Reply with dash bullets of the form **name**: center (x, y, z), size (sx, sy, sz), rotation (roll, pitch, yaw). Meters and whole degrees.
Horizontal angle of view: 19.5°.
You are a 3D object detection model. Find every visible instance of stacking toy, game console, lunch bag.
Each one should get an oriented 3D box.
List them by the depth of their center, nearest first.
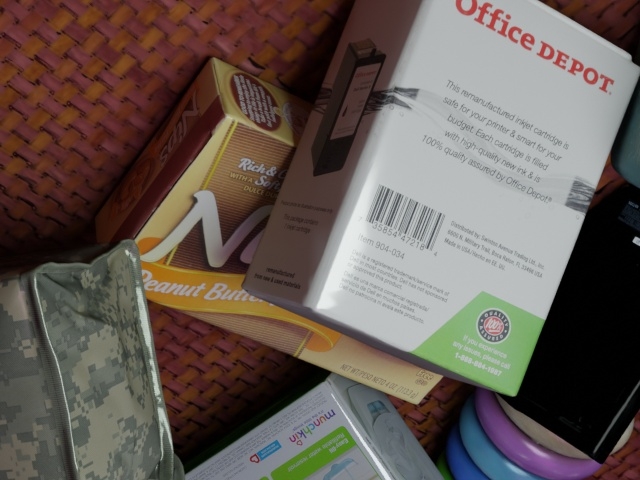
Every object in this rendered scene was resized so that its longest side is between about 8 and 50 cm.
- **lunch bag**: center (-0.241, 0.158, 1.415), size (0.235, 0.169, 0.287), rotation (-8, 95, 26)
- **game console**: center (0.320, 0.118, 1.496), size (0.213, 0.361, 0.044), rotation (-56, 154, -1)
- **stacking toy**: center (0.146, 0.233, 1.707), size (0.141, 0.141, 0.330), rotation (15, 128, -23)

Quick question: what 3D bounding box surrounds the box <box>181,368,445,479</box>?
- **box**: center (-0.020, 0.267, 1.624), size (0.262, 0.127, 0.231), rotation (-36, 92, 16)

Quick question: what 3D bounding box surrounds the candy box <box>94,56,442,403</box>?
- **candy box**: center (0.000, 0.000, 1.505), size (0.316, 0.087, 0.183), rotation (24, 120, -27)

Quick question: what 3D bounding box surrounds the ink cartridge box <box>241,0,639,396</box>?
- **ink cartridge box**: center (0.092, -0.048, 1.386), size (0.198, 0.115, 0.273), rotation (25, 83, -29)

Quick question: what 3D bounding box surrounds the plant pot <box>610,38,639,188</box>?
- **plant pot**: center (0.359, -0.103, 1.380), size (0.248, 0.247, 0.252), rotation (24, 164, -28)
